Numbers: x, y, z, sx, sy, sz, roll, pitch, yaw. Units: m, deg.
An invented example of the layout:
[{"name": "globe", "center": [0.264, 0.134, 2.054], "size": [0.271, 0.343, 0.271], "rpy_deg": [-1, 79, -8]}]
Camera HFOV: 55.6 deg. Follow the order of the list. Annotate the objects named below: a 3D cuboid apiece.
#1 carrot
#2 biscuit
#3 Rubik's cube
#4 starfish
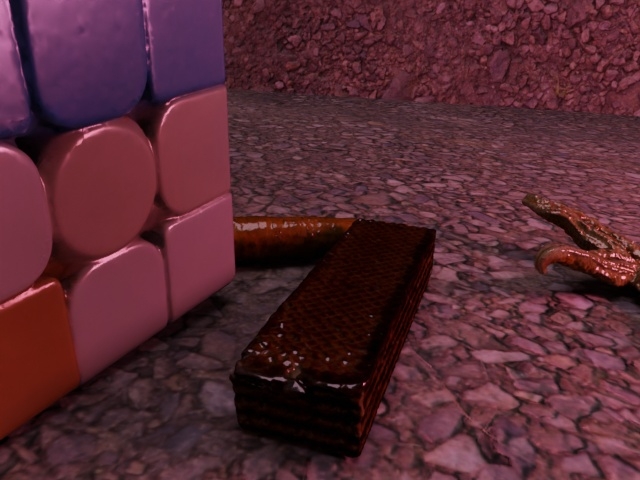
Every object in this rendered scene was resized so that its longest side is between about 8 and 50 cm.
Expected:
[{"name": "carrot", "center": [0.000, 0.000, 0.816], "size": [0.314, 0.066, 0.066], "rpy_deg": [0, 21, -16]}, {"name": "biscuit", "center": [0.037, 0.069, 0.620], "size": [0.107, 0.073, 0.388], "rpy_deg": [8, 21, 16]}, {"name": "Rubik's cube", "center": [-0.314, -0.082, 0.559], "size": [0.347, 0.347, 0.344], "rpy_deg": [16, 30, 26]}, {"name": "starfish", "center": [0.422, 0.018, 0.774], "size": [0.375, 0.094, 0.327], "rpy_deg": [27, 41, 34]}]
